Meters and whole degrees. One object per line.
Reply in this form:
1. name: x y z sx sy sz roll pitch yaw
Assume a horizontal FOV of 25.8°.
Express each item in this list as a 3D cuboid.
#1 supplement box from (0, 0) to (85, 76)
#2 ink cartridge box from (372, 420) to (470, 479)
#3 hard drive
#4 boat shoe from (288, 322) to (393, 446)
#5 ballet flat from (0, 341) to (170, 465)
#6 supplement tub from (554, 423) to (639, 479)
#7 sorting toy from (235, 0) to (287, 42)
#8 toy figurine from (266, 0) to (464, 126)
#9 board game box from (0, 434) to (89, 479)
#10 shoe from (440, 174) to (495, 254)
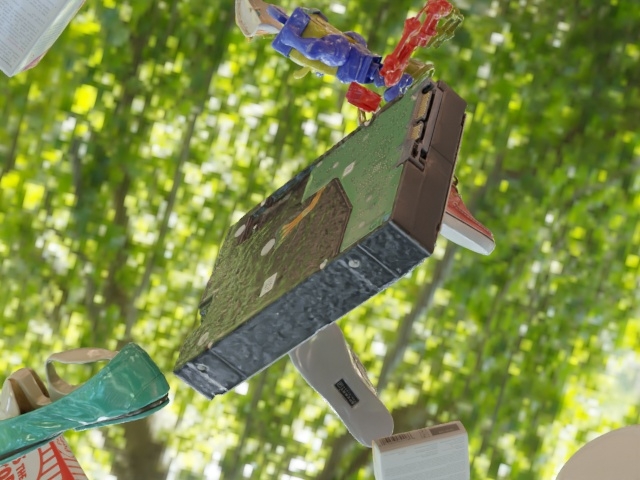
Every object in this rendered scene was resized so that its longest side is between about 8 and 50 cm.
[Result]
1. supplement box: -0.450 -0.381 2.216 0.114 0.220 0.111 40 -161 -2
2. ink cartridge box: 0.159 0.373 2.161 0.145 0.179 0.045 -11 -150 -12
3. hard drive: 0.000 0.000 1.413 0.064 0.237 0.339 38 130 -19
4. boat shoe: 0.028 0.215 2.278 0.267 0.096 0.088 51 178 -4
5. ballet flat: -0.260 0.156 1.373 0.247 0.087 0.083 -22 -176 24
6. supplement tub: 0.446 0.400 1.864 0.272 0.191 0.191 59 167 -17
7. sorting toy: -0.072 -0.306 1.939 0.075 0.045 0.083 -4 -136 -27
8. toy figurine: 0.038 -0.278 1.870 0.217 0.191 0.362 29 -165 8
9. board game box: -0.408 0.300 1.770 0.146 0.193 0.045 55 -174 19
10. shoe: 0.150 -0.059 1.704 0.178 0.081 0.063 32 171 8
